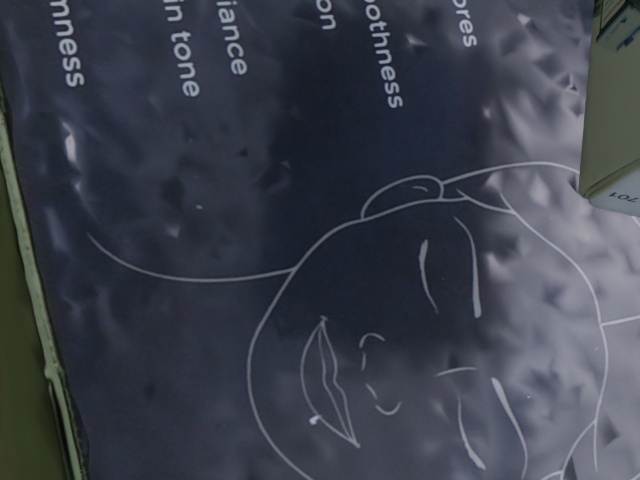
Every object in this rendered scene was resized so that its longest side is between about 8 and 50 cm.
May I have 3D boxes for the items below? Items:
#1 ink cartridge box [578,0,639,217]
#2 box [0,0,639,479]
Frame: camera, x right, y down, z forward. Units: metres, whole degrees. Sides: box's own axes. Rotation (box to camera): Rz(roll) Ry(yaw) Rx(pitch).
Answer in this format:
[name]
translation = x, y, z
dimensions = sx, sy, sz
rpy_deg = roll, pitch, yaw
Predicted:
[ink cartridge box]
translation = 0.203, -0.103, 0.689
dimensions = 0.082, 0.140, 0.190
rpy_deg = 137, -38, -69
[box]
translation = 0.000, 0.000, 0.889
dimensions = 0.297, 0.472, 0.479
rpy_deg = -24, -103, 58
